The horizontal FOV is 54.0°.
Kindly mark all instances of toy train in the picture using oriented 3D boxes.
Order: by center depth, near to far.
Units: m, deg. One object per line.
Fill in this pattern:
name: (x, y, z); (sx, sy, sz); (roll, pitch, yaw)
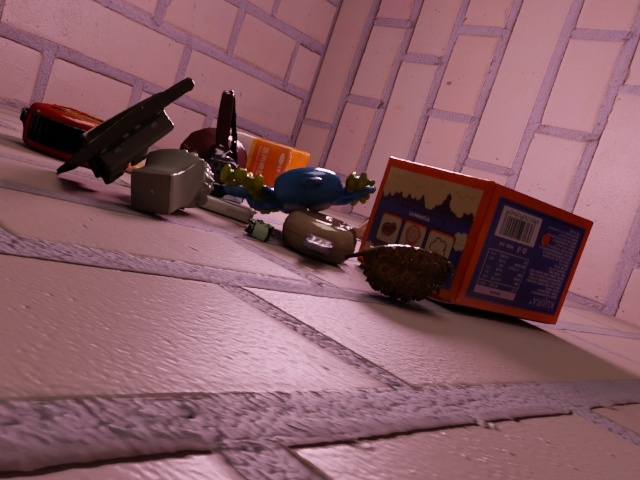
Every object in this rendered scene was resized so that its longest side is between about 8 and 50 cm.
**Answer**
toy train: (-0.119, -0.021, 1.265); (0.053, 0.033, 0.083); (25, 6, 12)

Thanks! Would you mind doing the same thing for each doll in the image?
doll: (-0.054, -0.097, 1.429); (0.345, 0.099, 0.341); (4, -12, -8)

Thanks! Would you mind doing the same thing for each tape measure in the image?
tape measure: (-0.602, -0.255, 1.537); (0.253, 0.114, 0.260); (20, 9, 8)

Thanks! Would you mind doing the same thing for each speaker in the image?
speaker: (-0.247, -0.230, 1.644); (0.198, 0.259, 0.329); (35, -3, -18)

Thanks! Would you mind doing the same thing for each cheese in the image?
cheese: (0.000, 0.000, 1.240); (0.163, 0.082, 0.286); (18, 8, -2)

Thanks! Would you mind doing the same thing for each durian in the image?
durian: (0.128, 0.057, 1.038); (0.188, 0.092, 0.148); (15, -7, -4)

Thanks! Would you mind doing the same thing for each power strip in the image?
power strip: (-0.350, -0.186, 1.147); (0.092, 0.257, 0.251); (54, -20, -13)
power strip: (-0.242, -0.084, 1.463); (0.192, 0.035, 0.081); (18, 5, -3)

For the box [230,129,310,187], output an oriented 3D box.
box: (-0.232, -0.260, 2.283); (0.341, 0.225, 0.143); (20, 8, 24)

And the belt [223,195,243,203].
belt: (-0.297, -0.168, 1.900); (0.151, 0.078, 0.198); (25, 4, 16)

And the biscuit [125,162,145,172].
biscuit: (-0.574, -0.224, 1.751); (0.249, 0.030, 0.160); (19, 5, 2)

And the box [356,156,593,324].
box: (0.326, 0.006, 1.353); (0.348, 0.257, 0.318); (14, 6, -38)

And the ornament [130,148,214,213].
ornament: (-0.268, -0.112, 1.172); (0.130, 0.121, 0.285); (10, 5, -7)

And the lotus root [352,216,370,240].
lotus root: (0.248, -0.048, 2.090); (0.170, 0.260, 0.074); (51, 5, -3)
